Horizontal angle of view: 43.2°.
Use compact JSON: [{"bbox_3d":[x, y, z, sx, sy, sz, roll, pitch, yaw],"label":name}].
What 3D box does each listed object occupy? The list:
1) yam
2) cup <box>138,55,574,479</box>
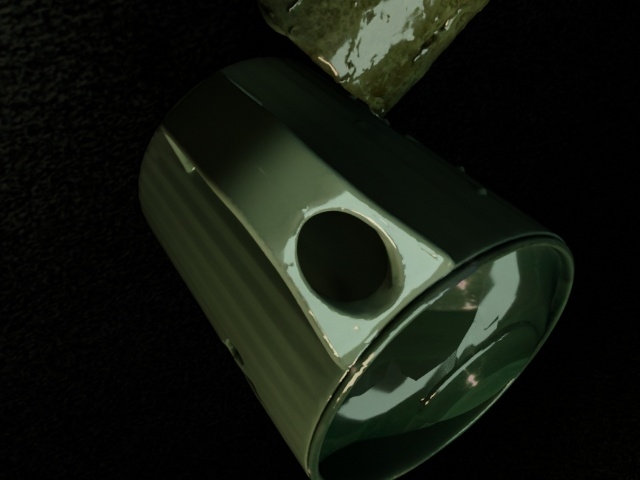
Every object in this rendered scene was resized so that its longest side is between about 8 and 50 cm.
[{"bbox_3d":[0.083,-0.281,0.738,0.300,0.195,0.195,-47,147,7],"label":"yam"},{"bbox_3d":[0.020,-0.009,0.789,0.310,0.392,0.400,-27,144,-25],"label":"cup"}]
